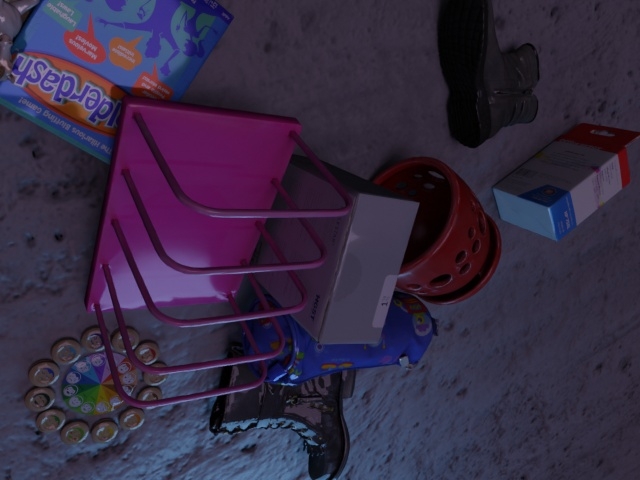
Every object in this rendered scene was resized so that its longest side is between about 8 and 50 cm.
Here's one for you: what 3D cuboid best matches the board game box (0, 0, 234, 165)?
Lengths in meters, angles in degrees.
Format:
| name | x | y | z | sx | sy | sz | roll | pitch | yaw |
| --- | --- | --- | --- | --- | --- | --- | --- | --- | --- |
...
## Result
| name | x | y | z | sx | sy | sz | roll | pitch | yaw |
| --- | --- | --- | --- | --- | --- | --- | --- | --- | --- |
| board game box | -0.214 | -0.196 | 0.575 | 0.160 | 0.047 | 0.210 | 31 | 95 | -37 |

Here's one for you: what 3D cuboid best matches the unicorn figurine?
| name | x | y | z | sx | sy | sz | roll | pitch | yaw |
| --- | --- | --- | --- | --- | --- | --- | --- | --- | --- |
| unicorn figurine | -0.301 | -0.211 | 0.493 | 0.111 | 0.162 | 0.060 | -64 | 164 | 10 |

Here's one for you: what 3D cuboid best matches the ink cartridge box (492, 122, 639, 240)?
| name | x | y | z | sx | sy | sz | roll | pitch | yaw |
| --- | --- | --- | --- | --- | --- | --- | --- | --- | --- |
| ink cartridge box | 0.439 | -0.110 | 0.979 | 0.231 | 0.134 | 0.078 | -35 | 122 | -12 |

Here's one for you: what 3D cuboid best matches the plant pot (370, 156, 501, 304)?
| name | x | y | z | sx | sy | sz | roll | pitch | yaw |
| --- | --- | --- | --- | --- | --- | --- | --- | --- | --- |
| plant pot | 0.166 | -0.003 | 0.835 | 0.174 | 0.191 | 0.191 | 32 | 92 | -37 |

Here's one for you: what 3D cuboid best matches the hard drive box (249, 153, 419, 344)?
| name | x | y | z | sx | sy | sz | roll | pitch | yaw |
| --- | --- | --- | --- | --- | --- | --- | --- | --- | --- |
| hard drive box | 0.000 | 0.000 | 0.715 | 0.089 | 0.232 | 0.181 | 6 | 107 | -31 |

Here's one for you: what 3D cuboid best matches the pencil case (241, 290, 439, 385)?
| name | x | y | z | sx | sy | sz | roll | pitch | yaw |
| --- | --- | --- | --- | --- | --- | --- | --- | --- | --- |
| pencil case | 0.037 | 0.142 | 0.834 | 0.306 | 0.133 | 0.119 | 3 | 143 | -38 |

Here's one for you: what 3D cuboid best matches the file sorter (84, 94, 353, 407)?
| name | x | y | z | sx | sy | sz | roll | pitch | yaw |
| --- | --- | --- | --- | --- | --- | --- | --- | --- | --- |
| file sorter | -0.122 | 0.024 | 0.622 | 0.202 | 0.182 | 0.291 | -1 | 131 | -35 |

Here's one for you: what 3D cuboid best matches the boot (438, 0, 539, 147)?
| name | x | y | z | sx | sy | sz | roll | pitch | yaw |
| --- | --- | --- | --- | --- | --- | --- | --- | --- | --- |
| boot | 0.272 | -0.278 | 0.863 | 0.161 | 0.083 | 0.246 | -30 | 127 | -24 |

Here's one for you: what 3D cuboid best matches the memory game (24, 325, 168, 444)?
| name | x | y | z | sx | sy | sz | roll | pitch | yaw |
| --- | --- | --- | --- | --- | --- | --- | --- | --- | --- |
| memory game | -0.299 | 0.200 | 0.758 | 0.186 | 0.012 | 0.186 | -11 | 114 | -26 |

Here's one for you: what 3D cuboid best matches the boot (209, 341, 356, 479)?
| name | x | y | z | sx | sy | sz | roll | pitch | yaw |
| --- | --- | --- | --- | --- | --- | --- | --- | --- | --- |
| boot | -0.066 | 0.280 | 0.885 | 0.229 | 0.091 | 0.263 | 1 | 99 | -29 |

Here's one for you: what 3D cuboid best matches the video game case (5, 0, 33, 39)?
| name | x | y | z | sx | sy | sz | roll | pitch | yaw |
| --- | --- | --- | --- | --- | --- | --- | --- | --- | --- |
| video game case | -0.244 | -0.279 | 0.580 | 0.210 | 0.042 | 0.232 | 21 | 98 | -35 |
